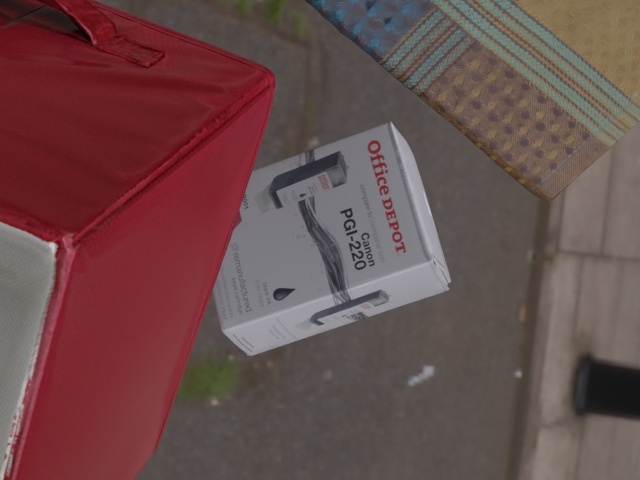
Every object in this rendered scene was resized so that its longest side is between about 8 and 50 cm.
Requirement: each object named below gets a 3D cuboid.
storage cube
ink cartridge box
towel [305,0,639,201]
[{"bbox_3d":[-0.150,0.012,0.501,0.193,0.183,0.215,-54,165,-64],"label":"storage cube"},{"bbox_3d":[0.000,0.000,1.365,0.092,0.218,0.159,54,19,-65],"label":"ink cartridge box"},{"bbox_3d":[0.187,-0.222,0.879,0.271,0.370,0.040,38,22,-22],"label":"towel"}]
